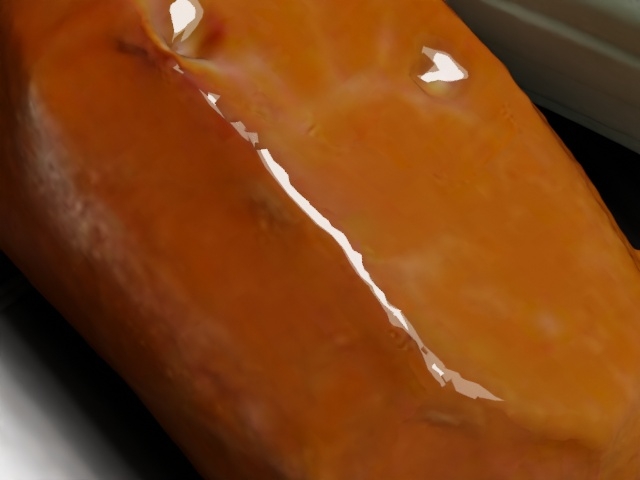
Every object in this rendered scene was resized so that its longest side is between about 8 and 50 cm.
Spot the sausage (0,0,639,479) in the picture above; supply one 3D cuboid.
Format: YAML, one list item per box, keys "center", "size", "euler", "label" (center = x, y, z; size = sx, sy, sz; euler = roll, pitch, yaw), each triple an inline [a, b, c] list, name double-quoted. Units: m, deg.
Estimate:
- center: [0.001, -0.001, 0.444]
  size: [0.153, 0.141, 0.268]
  euler: [-37, 86, -34]
  label: "sausage"

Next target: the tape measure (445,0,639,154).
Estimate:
- center: [0.132, -0.132, 0.496]
  size: [0.243, 0.125, 0.246]
  euler: [30, 74, 24]
  label: "tape measure"
